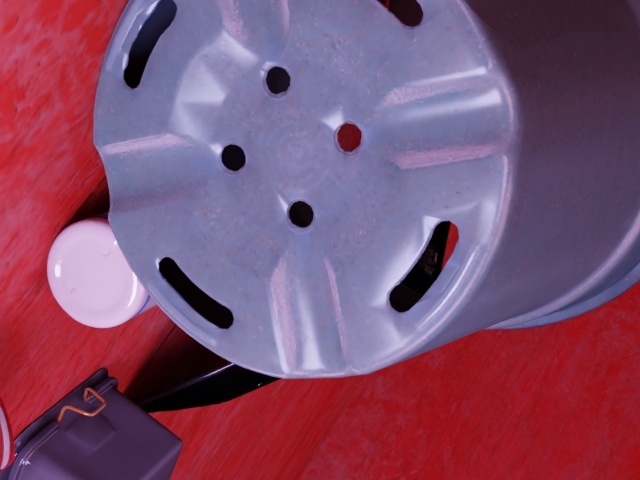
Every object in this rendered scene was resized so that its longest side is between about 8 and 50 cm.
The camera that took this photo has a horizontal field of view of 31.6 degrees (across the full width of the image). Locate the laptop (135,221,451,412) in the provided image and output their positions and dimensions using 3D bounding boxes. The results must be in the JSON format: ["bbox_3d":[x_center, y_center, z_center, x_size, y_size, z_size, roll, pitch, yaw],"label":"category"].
[{"bbox_3d":[0.000,0.000,1.175,0.382,0.236,0.407,33,69,-79],"label":"laptop"}]

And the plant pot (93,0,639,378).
[{"bbox_3d":[0.054,-0.074,0.730,0.334,0.341,0.341,-17,137,-61],"label":"plant pot"}]

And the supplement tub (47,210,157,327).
[{"bbox_3d":[-0.123,0.012,0.741,0.071,0.071,0.107,-64,169,19],"label":"supplement tub"}]

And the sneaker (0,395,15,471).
[{"bbox_3d":[-0.235,0.178,0.647,0.221,0.087,0.128,-61,167,13],"label":"sneaker"}]

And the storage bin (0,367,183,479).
[{"bbox_3d":[-0.172,0.171,0.875,0.135,0.091,0.098,-42,159,-58],"label":"storage bin"}]

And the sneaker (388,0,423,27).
[{"bbox_3d":[0.104,-0.276,0.983,0.108,0.100,0.271,-15,153,-25],"label":"sneaker"}]
